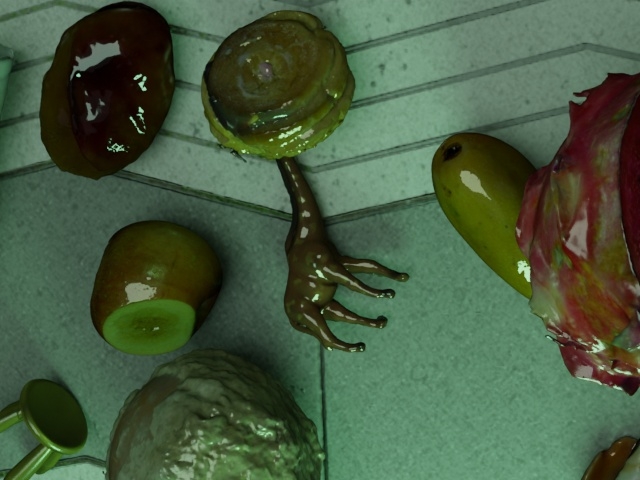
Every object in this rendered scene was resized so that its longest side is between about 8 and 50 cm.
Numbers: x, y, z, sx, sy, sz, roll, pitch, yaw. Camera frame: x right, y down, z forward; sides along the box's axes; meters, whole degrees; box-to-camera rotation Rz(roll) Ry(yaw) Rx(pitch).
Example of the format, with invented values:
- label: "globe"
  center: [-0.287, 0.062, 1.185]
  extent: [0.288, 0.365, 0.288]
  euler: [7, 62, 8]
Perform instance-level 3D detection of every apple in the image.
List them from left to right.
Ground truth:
- label: "apple"
  center: [-0.199, 0.057, 1.950]
  extent: [0.147, 0.163, 0.146]
  euler: [17, 150, 4]

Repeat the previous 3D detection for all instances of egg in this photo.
- label: "egg"
  center: [-0.129, 0.286, 1.921]
  extent: [0.279, 0.279, 0.310]
  euler: [-11, 93, 20]

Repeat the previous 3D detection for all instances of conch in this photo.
- label: "conch"
  center: [0.343, 0.311, 1.852]
  extent: [0.104, 0.094, 0.176]
  euler: [12, 102, 57]

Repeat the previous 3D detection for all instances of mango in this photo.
- label: "mango"
  center: [0.220, -0.021, 1.812]
  extent: [0.113, 0.138, 0.253]
  euler: [-39, 103, 6]

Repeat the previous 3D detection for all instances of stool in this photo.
- label: "stool"
  center: [-0.377, 0.253, 2.075]
  extent: [0.110, 0.135, 0.134]
  euler: [-35, 43, 24]

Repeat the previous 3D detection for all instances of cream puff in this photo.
- label: "cream puff"
  center: [-0.049, -0.170, 1.869]
  extent: [0.189, 0.129, 0.189]
  euler: [-11, 61, 19]

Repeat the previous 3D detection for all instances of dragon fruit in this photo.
- label: "dragon fruit"
  center: [0.347, 0.001, 1.663]
  extent: [0.249, 0.386, 0.371]
  euler: [-17, 108, 48]

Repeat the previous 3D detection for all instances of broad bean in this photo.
- label: "broad bean"
  center: [-0.260, -0.184, 1.950]
  extent: [0.156, 0.122, 0.228]
  euler: [18, 113, -11]

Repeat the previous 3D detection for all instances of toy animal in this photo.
- label: "toy animal"
  center: [0.000, 0.000, 1.926]
  extent: [0.230, 0.066, 0.224]
  euler: [30, 103, 16]

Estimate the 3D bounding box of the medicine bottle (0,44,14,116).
- label: "medicine bottle"
  center: [-0.514, -0.102, 2.013]
  extent: [0.190, 0.190, 0.332]
  euler: [21, 106, 14]
